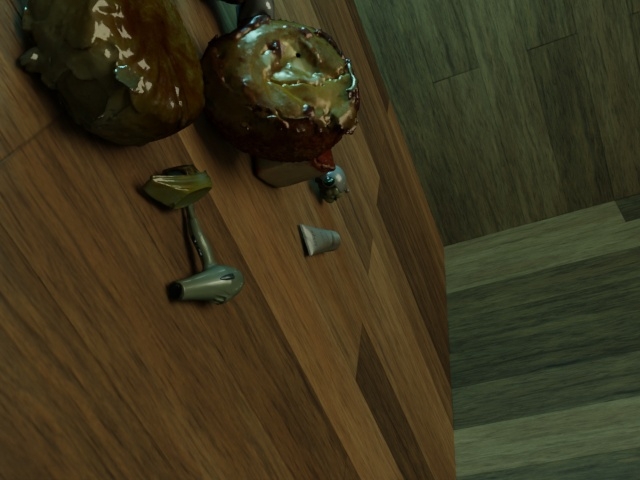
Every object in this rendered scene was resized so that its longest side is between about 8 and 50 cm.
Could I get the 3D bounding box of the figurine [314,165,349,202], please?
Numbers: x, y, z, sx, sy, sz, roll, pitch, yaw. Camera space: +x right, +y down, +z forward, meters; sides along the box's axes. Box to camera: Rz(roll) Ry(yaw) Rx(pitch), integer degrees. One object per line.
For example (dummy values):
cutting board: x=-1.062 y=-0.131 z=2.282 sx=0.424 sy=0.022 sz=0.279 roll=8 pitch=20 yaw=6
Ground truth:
figurine: x=0.009 y=-0.195 z=1.917 sx=0.197 sy=0.093 sz=0.147 roll=56 pitch=2 yaw=-27

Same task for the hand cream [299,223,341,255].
hand cream: x=0.000 y=0.000 z=1.780 sx=0.186 sy=0.054 sz=0.087 roll=2 pitch=68 yaw=-65

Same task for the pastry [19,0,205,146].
pastry: x=-0.287 y=-0.289 z=0.996 sx=0.330 sy=0.136 sz=0.329 roll=-17 pitch=90 yaw=-71

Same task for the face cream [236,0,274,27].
face cream: x=-0.164 y=-0.600 z=1.668 sx=0.163 sy=0.080 sz=0.336 roll=112 pitch=-22 yaw=-45

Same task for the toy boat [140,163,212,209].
toy boat: x=-0.232 y=-0.093 z=1.116 sx=0.066 sy=0.065 sz=0.172 roll=52 pitch=21 yaw=3

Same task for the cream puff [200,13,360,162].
cream puff: x=-0.091 y=-0.301 z=1.396 sx=0.228 sy=0.350 sz=0.350 roll=128 pitch=-43 yaw=-59

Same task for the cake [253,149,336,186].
cake: x=-0.087 y=-0.255 z=1.555 sx=0.159 sy=0.158 sz=0.262 roll=-38 pitch=109 yaw=-73

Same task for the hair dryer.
hair dryer: x=-0.212 y=0.021 z=1.112 sx=0.199 sy=0.067 sz=0.167 roll=61 pitch=24 yaw=-4

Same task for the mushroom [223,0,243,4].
mushroom: x=-0.192 y=-0.664 z=1.480 sx=0.195 sy=0.263 sz=0.283 roll=-27 pitch=143 yaw=-42
